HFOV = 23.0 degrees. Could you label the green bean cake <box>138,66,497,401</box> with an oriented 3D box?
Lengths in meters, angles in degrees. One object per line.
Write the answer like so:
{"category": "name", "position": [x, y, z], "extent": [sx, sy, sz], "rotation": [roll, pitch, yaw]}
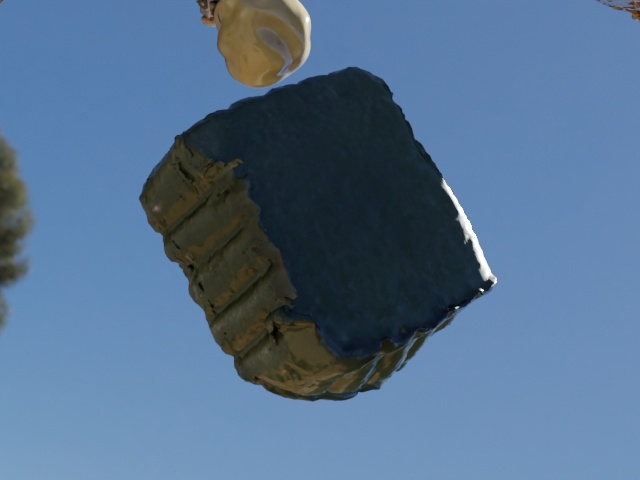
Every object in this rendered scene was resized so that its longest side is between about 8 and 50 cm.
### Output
{"category": "green bean cake", "position": [0.000, 0.000, 1.184], "extent": [0.227, 0.222, 0.125], "rotation": [56, -44, 13]}

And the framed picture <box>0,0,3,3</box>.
{"category": "framed picture", "position": [-0.416, -0.265, 1.556], "extent": [0.189, 0.023, 0.260], "rotation": [34, -19, -18]}

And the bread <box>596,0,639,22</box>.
{"category": "bread", "position": [0.428, -0.345, 1.650], "extent": [0.279, 0.207, 0.279], "rotation": [2, -7, 39]}

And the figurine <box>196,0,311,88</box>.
{"category": "figurine", "position": [-0.093, -0.254, 1.738], "extent": [0.196, 0.108, 0.114], "rotation": [45, -38, 30]}
